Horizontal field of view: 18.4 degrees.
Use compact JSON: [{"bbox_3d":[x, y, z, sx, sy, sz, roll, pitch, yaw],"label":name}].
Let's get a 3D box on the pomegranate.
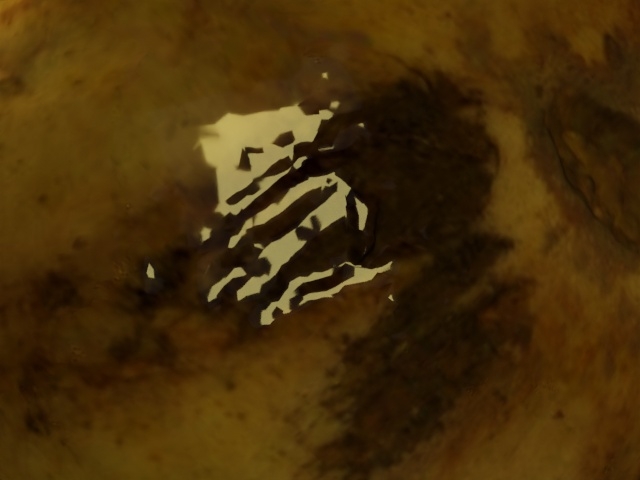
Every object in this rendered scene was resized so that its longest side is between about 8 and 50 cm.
[{"bbox_3d":[0.000,0.000,0.699,0.322,0.322,0.322,1,62,-3],"label":"pomegranate"}]
